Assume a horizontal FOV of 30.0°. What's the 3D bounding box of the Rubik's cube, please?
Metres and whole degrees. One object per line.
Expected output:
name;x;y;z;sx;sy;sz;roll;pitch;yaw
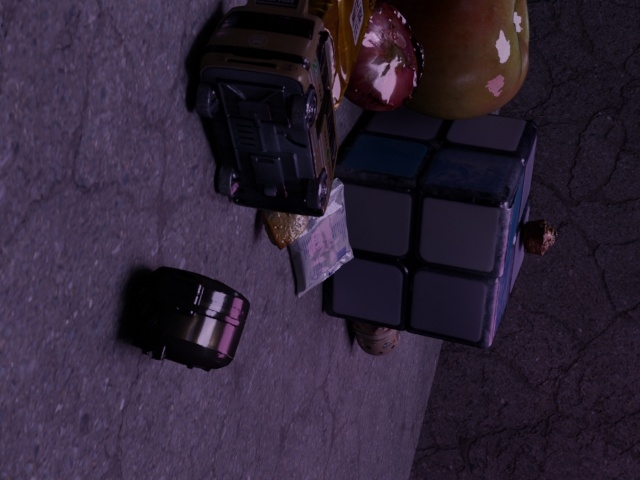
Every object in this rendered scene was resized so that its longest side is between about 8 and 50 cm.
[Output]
Rubik's cube;0.198;-0.036;2.118;0.318;0.316;0.313;-57;153;-53

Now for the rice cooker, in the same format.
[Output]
rice cooker;-0.143;0.088;1.323;0.165;0.112;0.106;21;86;-74

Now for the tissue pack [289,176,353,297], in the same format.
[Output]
tissue pack;0.000;0.000;1.878;0.123;0.026;0.193;-38;146;-22

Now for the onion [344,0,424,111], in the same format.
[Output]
onion;0.070;-0.281;1.856;0.184;0.147;0.183;14;69;-39

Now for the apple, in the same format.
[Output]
apple;0.212;-0.363;2.046;0.319;0.277;0.319;0;90;-72

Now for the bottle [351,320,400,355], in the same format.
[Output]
bottle;0.108;0.159;2.344;0.152;0.099;0.098;72;32;-64

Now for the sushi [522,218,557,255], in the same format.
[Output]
sushi;0.395;-0.005;2.149;0.118;0.060;0.061;28;68;-76

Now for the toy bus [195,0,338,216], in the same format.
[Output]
toy bus;-0.053;-0.156;1.443;0.289;0.140;0.157;79;22;-57

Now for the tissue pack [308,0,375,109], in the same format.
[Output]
tissue pack;0.009;-0.317;1.660;0.183;0.092;0.226;76;26;-56

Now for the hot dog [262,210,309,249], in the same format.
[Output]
hot dog;-0.042;-0.073;1.679;0.061;0.078;0.168;-146;-104;-73
